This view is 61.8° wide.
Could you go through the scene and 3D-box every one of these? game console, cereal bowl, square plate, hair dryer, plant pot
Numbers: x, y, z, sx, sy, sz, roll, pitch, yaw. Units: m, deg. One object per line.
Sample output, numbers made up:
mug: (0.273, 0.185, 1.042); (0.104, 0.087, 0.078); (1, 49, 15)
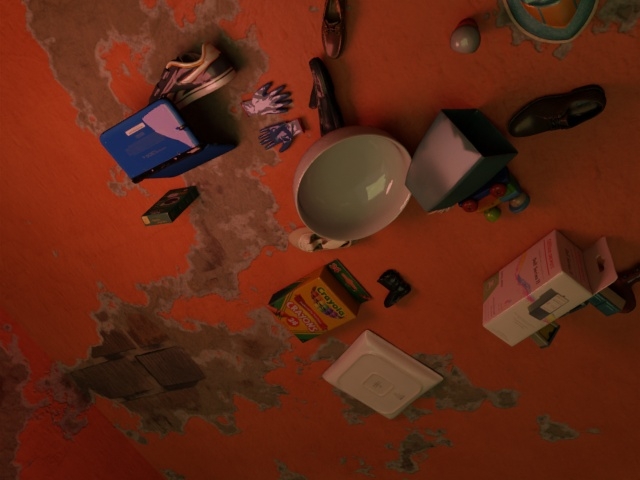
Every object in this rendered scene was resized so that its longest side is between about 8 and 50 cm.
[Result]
game console: (-0.447, -0.292, 1.582); (0.293, 0.173, 0.250); (-19, 120, 28)
cereal bowl: (0.081, -0.171, 1.478); (0.338, 0.141, 0.339); (-9, 128, -11)
square plate: (0.222, 0.526, 2.012); (0.344, 0.049, 0.347); (33, 128, -4)
hair dryer: (0.873, 0.101, 1.492); (0.293, 0.080, 0.224); (4, 109, 10)
plant pot: (0.337, -0.190, 1.365); (0.166, 0.165, 0.234); (55, 135, 23)

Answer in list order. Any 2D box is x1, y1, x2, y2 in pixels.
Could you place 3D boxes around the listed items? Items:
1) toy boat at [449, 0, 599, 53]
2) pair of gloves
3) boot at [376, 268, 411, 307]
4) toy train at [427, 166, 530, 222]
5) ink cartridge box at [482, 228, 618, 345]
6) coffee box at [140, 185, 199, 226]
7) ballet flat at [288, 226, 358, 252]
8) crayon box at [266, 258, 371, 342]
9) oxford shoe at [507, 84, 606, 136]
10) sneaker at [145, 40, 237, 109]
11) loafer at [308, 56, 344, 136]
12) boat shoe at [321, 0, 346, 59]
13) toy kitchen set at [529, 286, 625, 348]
toy boat: (0.429, -0.511, 1.151); (0.318, 0.148, 0.267); (-26, 112, 31)
pair of gloves: (-0.134, -0.349, 1.540); (0.159, 0.023, 0.198); (-14, 117, 29)
boot: (0.226, 0.157, 1.754); (0.099, 0.045, 0.121); (40, 120, -14)
toy train: (0.440, -0.098, 1.481); (0.143, 0.105, 0.248); (34, 134, -27)
ink cartridge box: (0.619, 0.113, 1.484); (0.119, 0.207, 0.353); (36, 126, -9)
coffee box: (-0.483, -0.112, 1.723); (0.113, 0.184, 0.041); (-6, 120, 23)
ballet flat: (0.000, 0.000, 1.700); (0.248, 0.086, 0.086); (-6, 121, 23)
crayon box: (-0.008, 0.215, 1.854); (0.318, 0.081, 0.202); (-32, 108, 33)
oxford shoe: (0.563, -0.301, 1.286); (0.227, 0.096, 0.083); (-20, 117, 31)
sneaker: (-0.394, -0.444, 1.501); (0.321, 0.126, 0.127); (-23, 117, 22)
loafer: (0.002, -0.377, 1.437); (0.078, 0.076, 0.223); (-9, 124, 15)
boat shoe: (0.029, -0.537, 1.326); (0.064, 0.060, 0.178); (11, 127, 11)
toy kitchen set: (0.714, 0.222, 1.510); (0.122, 0.166, 0.207); (39, 155, 7)
